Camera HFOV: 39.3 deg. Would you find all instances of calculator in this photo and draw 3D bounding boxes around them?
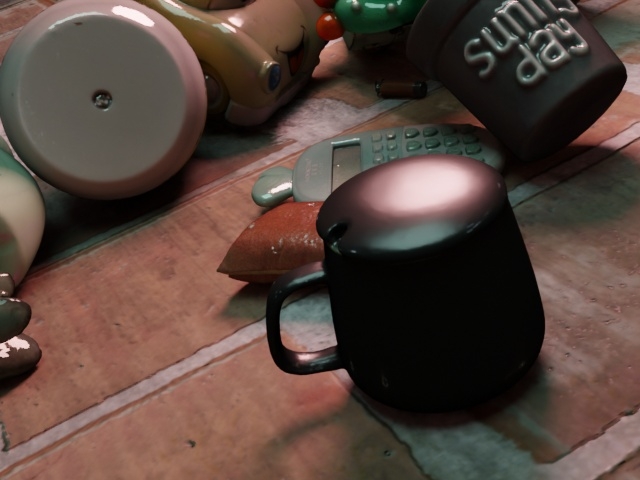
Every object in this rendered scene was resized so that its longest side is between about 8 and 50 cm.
[{"bbox_3d":[0.066,-0.079,1.039,0.295,0.042,0.184,-9,30,7],"label":"calculator"}]

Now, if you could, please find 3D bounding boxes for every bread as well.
[{"bbox_3d":[0.000,-0.001,0.909,0.193,0.067,0.119,-2,32,23],"label":"bread"}]

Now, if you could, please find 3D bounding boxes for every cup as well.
[{"bbox_3d":[0.060,0.038,0.708,0.223,0.176,0.169,-15,33,1],"label":"cup"}]

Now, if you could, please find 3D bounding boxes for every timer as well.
[{"bbox_3d":[-0.287,-0.189,1.203,0.285,0.285,0.285,-12,30,7],"label":"timer"}]

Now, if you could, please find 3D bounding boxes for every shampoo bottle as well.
[{"bbox_3d":[-0.462,-0.047,1.135,0.222,0.151,0.349,-22,29,-6],"label":"shampoo bottle"}]

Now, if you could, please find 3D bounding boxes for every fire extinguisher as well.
[{"bbox_3d":[0.111,-0.215,1.263,0.083,0.022,0.028,7,73,36],"label":"fire extinguisher"}]

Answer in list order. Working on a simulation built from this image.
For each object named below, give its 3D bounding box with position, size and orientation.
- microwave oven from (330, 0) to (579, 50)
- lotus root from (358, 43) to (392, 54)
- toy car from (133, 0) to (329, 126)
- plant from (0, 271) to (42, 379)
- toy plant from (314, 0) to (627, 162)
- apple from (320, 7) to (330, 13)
[{"bbox_3d":[0.203,-0.474,1.287,0.395,0.333,0.247,-14,58,-13],"label":"microwave oven"},{"bbox_3d":[0.083,-0.380,1.489,0.110,0.097,0.258,-33,34,24],"label":"lotus root"},{"bbox_3d":[-0.156,-0.356,1.308,0.336,0.226,0.242,32,41,7],"label":"toy car"},{"bbox_3d":[-0.405,0.115,0.832,0.275,0.146,0.149,-29,44,-20],"label":"plant"},{"bbox_3d":[0.165,-0.287,1.009,0.185,0.279,0.400,-16,62,-46],"label":"toy plant"},{"bbox_3d":[-0.033,-0.533,1.640,0.234,0.256,0.257,-16,29,-3],"label":"apple"}]
